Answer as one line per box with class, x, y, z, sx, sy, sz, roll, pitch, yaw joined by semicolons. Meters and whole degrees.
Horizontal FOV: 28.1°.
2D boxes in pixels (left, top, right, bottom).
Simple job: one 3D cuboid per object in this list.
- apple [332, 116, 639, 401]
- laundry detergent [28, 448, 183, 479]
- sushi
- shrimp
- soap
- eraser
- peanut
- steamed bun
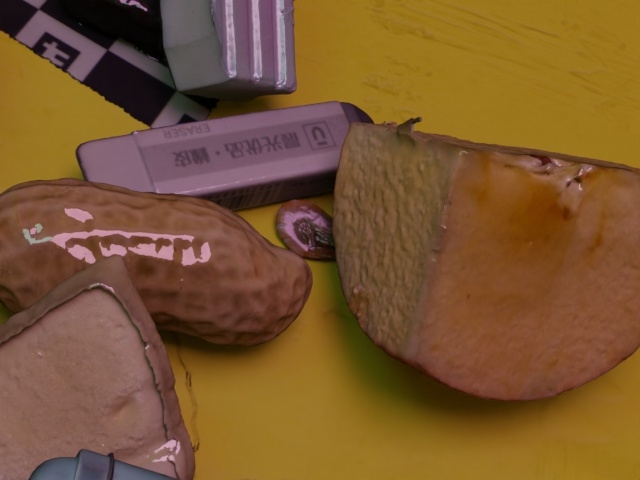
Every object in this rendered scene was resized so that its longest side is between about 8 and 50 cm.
apple;0.190;-0.005;1.263;0.309;0.252;0.314;9;53;-35
laundry detergent;-0.120;0.314;0.927;0.305;0.287;0.287;19;56;-9
sushi;-0.170;-0.326;1.406;0.296;0.100;0.373;33;55;1
shrimp;0.000;0.000;1.323;0.108;0.023;0.059;37;64;3
soap;-0.101;-0.269;1.325;0.145;0.091;0.230;3;84;-54
eraser;-0.078;-0.081;1.318;0.352;0.061;0.089;-13;65;-26
peanut;-0.159;0.028;1.176;0.325;0.153;0.140;14;17;-21
steamed bun;-0.204;0.149;1.092;0.231;0.110;0.212;-34;101;9
